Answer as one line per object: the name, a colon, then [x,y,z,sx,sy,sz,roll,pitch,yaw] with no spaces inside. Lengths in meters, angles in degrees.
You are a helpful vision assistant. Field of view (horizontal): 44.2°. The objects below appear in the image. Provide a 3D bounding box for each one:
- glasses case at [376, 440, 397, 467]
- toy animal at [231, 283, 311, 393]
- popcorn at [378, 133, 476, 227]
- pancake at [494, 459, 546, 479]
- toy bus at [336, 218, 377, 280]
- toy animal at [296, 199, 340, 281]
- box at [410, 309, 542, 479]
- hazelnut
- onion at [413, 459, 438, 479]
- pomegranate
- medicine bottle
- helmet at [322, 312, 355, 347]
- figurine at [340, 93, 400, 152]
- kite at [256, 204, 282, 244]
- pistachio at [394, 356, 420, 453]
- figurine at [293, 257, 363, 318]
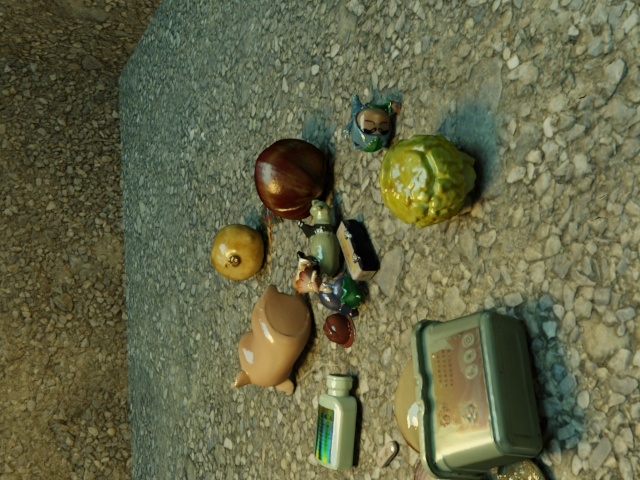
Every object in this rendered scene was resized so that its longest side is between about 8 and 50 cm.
glasses case: [0.156,0.506,1.864,0.083,0.021,0.032,-60,40,35]
toy animal: [-0.143,0.287,2.247,0.213,0.195,0.256,-106,33,-46]
popcorn: [0.223,-0.130,1.702,0.221,0.184,0.204,21,110,58]
pancake: [0.381,0.480,1.481,0.158,0.028,0.158,-11,78,61]
toy bus: [0.092,0.025,2.020,0.072,0.057,0.172,118,144,-43]
toy animal: [0.000,0.000,2.141,0.121,0.094,0.225,-15,72,57]
box: [0.302,0.286,1.505,0.182,0.175,0.311,-29,55,43]
hazelnut: [-0.078,-0.166,2.217,0.229,0.229,0.229,-15,73,58]
onion: [0.264,0.534,1.593,0.151,0.098,0.206,-44,37,14]
pomegranate: [-0.265,0.039,2.508,0.196,0.196,0.196,-15,73,58]
medicine bottle: [0.040,0.457,2.009,0.121,0.083,0.228,4,90,62]
helmet: [0.039,0.232,2.072,0.111,0.057,0.089,47,123,52]
figurine: [0.124,-0.310,1.977,0.144,0.114,0.178,-57,32,36]
kite: [-0.165,-0.062,2.516,0.190,0.010,0.159,-18,72,59]
pistachio: [0.226,0.339,1.656,0.144,0.144,0.215,-35,45,53]
figurine: [0.020,0.125,2.030,0.195,0.111,0.102,22,91,28]
